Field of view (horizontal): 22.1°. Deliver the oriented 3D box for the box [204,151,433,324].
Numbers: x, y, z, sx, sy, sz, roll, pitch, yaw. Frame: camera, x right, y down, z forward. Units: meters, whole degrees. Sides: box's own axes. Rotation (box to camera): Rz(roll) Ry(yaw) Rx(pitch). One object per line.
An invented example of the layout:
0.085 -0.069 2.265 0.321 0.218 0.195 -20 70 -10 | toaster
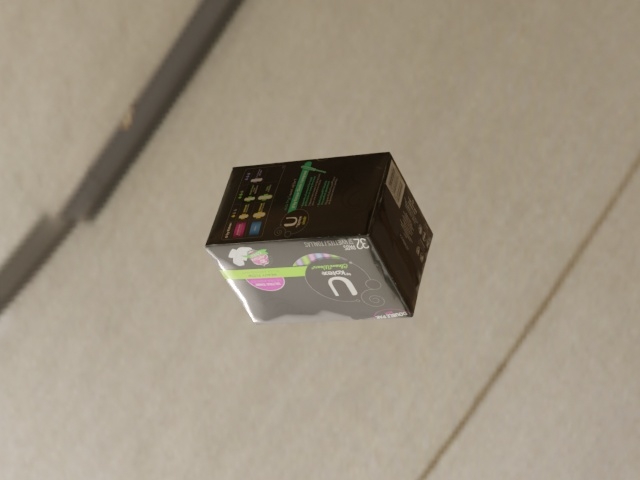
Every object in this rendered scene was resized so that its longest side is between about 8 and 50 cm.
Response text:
0.000 0.000 0.758 0.083 0.062 0.052 -5 -132 26 | box
